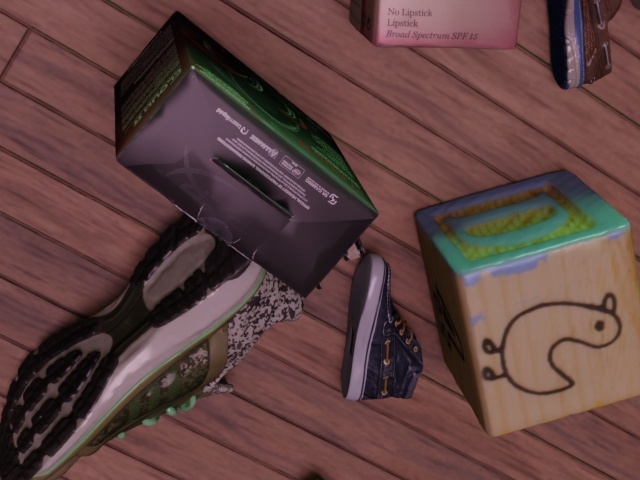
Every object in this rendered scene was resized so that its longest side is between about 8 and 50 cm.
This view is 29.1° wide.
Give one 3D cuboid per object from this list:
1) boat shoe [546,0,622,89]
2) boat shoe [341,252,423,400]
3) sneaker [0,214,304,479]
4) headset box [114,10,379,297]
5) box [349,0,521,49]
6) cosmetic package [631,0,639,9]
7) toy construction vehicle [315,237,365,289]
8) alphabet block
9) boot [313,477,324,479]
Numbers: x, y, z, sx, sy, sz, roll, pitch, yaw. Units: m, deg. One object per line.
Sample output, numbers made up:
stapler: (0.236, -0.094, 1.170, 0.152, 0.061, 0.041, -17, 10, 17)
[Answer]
boat shoe: (0.275, -0.251, 1.289, 0.066, 0.066, 0.183, -13, 122, -10)
boat shoe: (0.076, 0.098, 1.385, 0.083, 0.065, 0.183, 2, 117, -12)
sneaker: (-0.175, 0.150, 1.327, 0.410, 0.158, 0.182, -41, 130, 12)
headset box: (-0.077, -0.084, 1.161, 0.218, 0.293, 0.110, 37, 101, -19)
box: (0.117, -0.311, 1.199, 0.149, 0.127, 0.232, 0, 111, -9)
cosmetic package: (0.365, -0.331, 1.222, 0.151, 0.151, 0.183, -34, 113, 3)
toy construction vehicle: (0.000, 0.000, 1.351, 0.086, 0.035, 0.098, -20, 110, 10)
alphabet block: (0.225, 0.062, 1.325, 0.192, 0.193, 0.197, -16, 112, -2)
boot: (-0.038, 0.408, 1.468, 0.179, 0.085, 0.236, -17, 113, -1)
